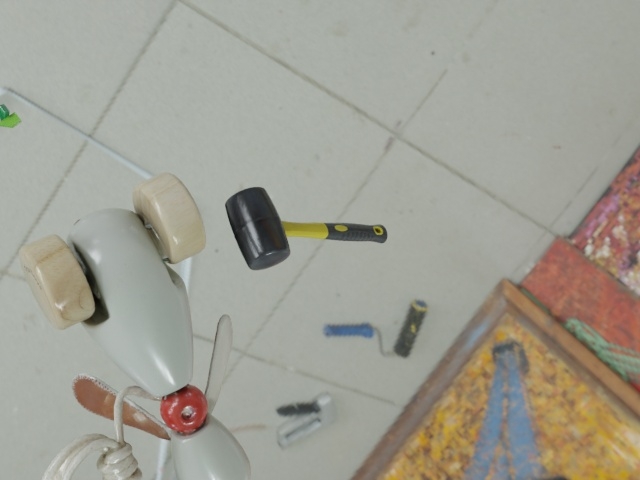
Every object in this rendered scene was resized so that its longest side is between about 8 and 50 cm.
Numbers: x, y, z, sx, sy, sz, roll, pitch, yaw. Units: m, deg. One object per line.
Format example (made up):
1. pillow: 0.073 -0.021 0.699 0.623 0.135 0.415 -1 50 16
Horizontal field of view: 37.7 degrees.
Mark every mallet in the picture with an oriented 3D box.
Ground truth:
1. mallet: 0.000 0.000 0.794 0.039 0.062 0.190 -34 151 34

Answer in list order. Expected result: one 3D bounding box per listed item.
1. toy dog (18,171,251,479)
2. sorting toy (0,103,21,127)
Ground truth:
1. toy dog: -0.177 0.096 0.908 0.220 0.161 0.333 -5 104 -26
2. sorting toy: -0.300 -0.111 0.803 0.083 0.012 0.062 -9 114 8
